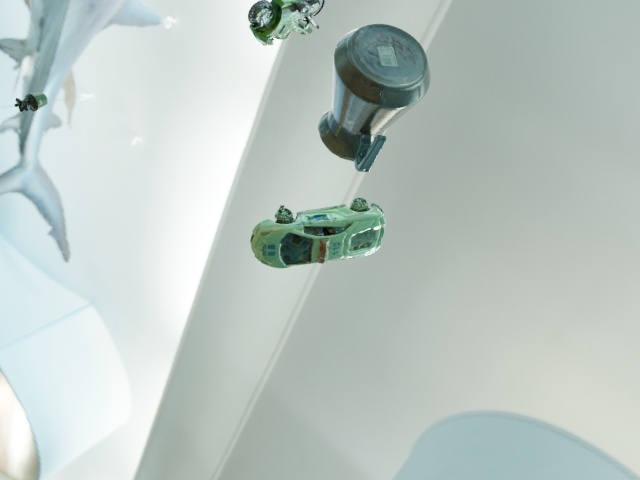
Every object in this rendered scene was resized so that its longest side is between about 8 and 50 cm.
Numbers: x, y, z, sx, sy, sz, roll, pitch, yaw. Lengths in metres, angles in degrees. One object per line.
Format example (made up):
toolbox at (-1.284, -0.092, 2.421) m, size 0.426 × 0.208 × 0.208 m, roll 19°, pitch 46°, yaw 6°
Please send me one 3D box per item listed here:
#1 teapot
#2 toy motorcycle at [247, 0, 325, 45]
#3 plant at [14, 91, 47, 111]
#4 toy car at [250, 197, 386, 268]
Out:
teapot at (0.086, -0.240, 1.110) m, size 0.225 × 0.171 × 0.203 m, roll 118°, pitch -28°, yaw -59°
toy motorcycle at (-0.071, -0.431, 1.216) m, size 0.074 × 0.190 × 0.106 m, roll 49°, pitch -40°, yaw 18°
plant at (-0.816, -0.383, 1.751) m, size 0.051 × 0.102 × 0.051 m, roll 11°, pitch -61°, yaw 21°
toy car at (0.000, 0.000, 0.833) m, size 0.093 × 0.186 × 0.058 m, roll 97°, pitch -23°, yaw -43°
